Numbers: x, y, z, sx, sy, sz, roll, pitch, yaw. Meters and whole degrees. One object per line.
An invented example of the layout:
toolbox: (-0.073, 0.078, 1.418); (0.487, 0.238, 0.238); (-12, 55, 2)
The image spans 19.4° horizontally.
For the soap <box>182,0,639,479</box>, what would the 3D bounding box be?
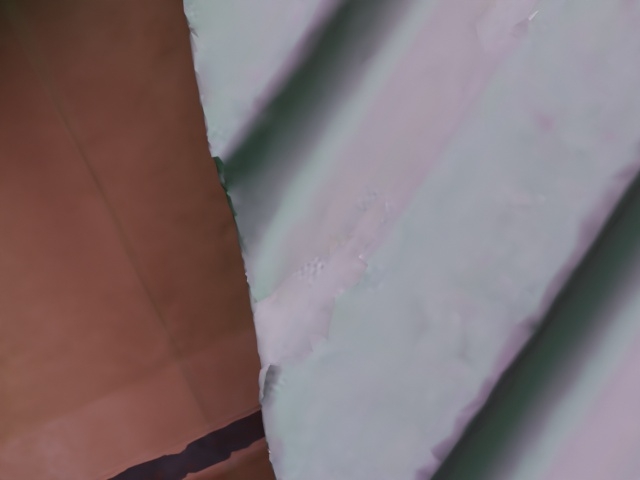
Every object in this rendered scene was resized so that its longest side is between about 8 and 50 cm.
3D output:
soap: (0.000, 0.000, 0.460); (0.258, 0.159, 0.302); (32, 94, -2)
